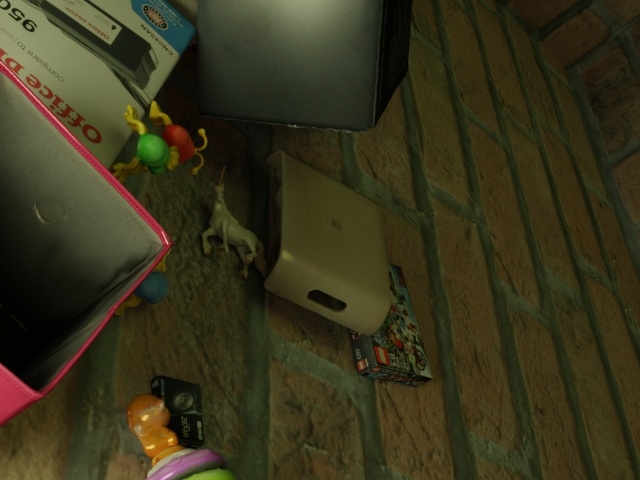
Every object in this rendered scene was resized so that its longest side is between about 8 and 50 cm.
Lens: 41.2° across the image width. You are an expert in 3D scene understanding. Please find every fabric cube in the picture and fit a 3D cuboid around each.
[{"bbox_3d":[-0.350,0.033,0.792,0.254,0.258,0.259,49,32,-13],"label":"fabric cube"}]

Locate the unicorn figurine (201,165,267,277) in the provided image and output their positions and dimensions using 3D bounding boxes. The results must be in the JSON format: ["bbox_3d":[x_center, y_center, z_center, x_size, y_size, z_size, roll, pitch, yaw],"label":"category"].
[{"bbox_3d":[-0.140,-0.015,1.315,0.162,0.060,0.111,55,29,-41],"label":"unicorn figurine"}]

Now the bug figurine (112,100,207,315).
[{"bbox_3d":[-0.205,-0.039,1.052,0.216,0.072,0.279,70,30,-85],"label":"bug figurine"}]

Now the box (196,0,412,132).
[{"bbox_3d":[0.000,-0.476,1.419,0.472,0.297,0.480,-65,159,-67],"label":"box"}]

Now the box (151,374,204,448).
[{"bbox_3d":[-0.181,0.217,1.075,0.067,0.018,0.083,25,43,-39],"label":"box"}]

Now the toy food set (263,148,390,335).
[{"bbox_3d":[0.000,0.000,1.430,0.220,0.092,0.306,28,39,-27],"label":"toy food set"}]

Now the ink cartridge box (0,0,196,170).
[{"bbox_3d":[-0.363,-0.241,1.112,0.285,0.166,0.395,41,35,-21],"label":"ink cartridge box"}]

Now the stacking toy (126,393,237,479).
[{"bbox_3d":[-0.145,0.300,0.953,0.166,0.175,0.302,1,46,-47],"label":"stacking toy"}]

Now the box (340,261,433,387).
[{"bbox_3d":[0.108,0.137,1.512,0.159,0.044,0.233,20,46,-44],"label":"box"}]

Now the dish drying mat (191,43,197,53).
[{"bbox_3d":[-0.225,-0.372,1.570,0.032,0.008,0.083,30,39,-36],"label":"dish drying mat"}]

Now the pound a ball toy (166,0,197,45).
[{"bbox_3d":[-0.247,-0.445,1.297,0.319,0.208,0.135,64,15,-54],"label":"pound a ball toy"}]
